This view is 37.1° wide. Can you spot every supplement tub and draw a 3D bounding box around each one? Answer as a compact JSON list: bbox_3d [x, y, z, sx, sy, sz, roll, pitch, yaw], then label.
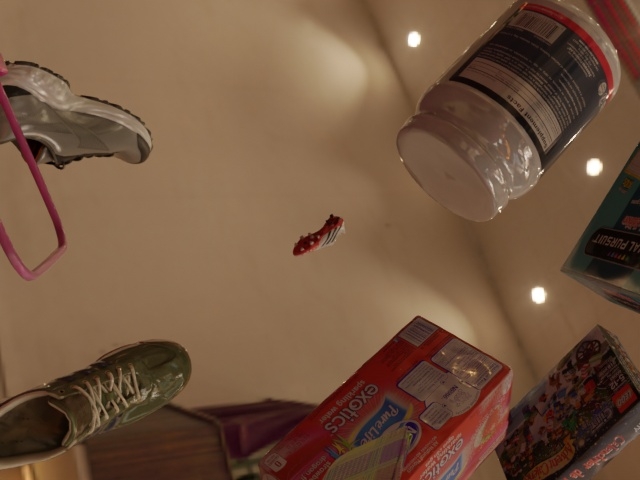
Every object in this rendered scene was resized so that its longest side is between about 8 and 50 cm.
[{"bbox_3d":[0.251,-0.177,1.276,0.191,0.272,0.191,40,-17,15],"label":"supplement tub"}]

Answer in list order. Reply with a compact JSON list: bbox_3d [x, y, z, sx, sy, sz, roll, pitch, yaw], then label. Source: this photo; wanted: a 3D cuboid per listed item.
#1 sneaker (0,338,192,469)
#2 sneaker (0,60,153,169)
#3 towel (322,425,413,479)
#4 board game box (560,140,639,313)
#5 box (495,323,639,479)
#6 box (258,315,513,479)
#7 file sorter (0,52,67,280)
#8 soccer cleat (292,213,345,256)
[{"bbox_3d":[-0.189,0.136,0.761,0.086,0.192,0.064,-174,-114,-74],"label":"sneaker"},{"bbox_3d":[-0.313,-0.133,1.173,0.100,0.271,0.108,8,-97,30],"label":"sneaker"},{"bbox_3d":[0.024,0.138,0.557,0.009,0.060,0.083,61,15,-6],"label":"towel"},{"bbox_3d":[0.386,-0.081,0.912,0.336,0.079,0.254,-59,-175,3],"label":"board game box"},{"bbox_3d":[0.339,0.248,1.300,0.233,0.044,0.159,-51,-155,21],"label":"box"},{"bbox_3d":[0.072,0.214,0.976,0.128,0.257,0.122,29,-38,32],"label":"box"},{"bbox_3d":[-0.364,-0.013,0.713,0.202,0.291,0.182,-126,-165,-81],"label":"file sorter"},{"bbox_3d":[0.000,0.000,1.247,0.029,0.083,0.035,30,-28,44],"label":"soccer cleat"}]
